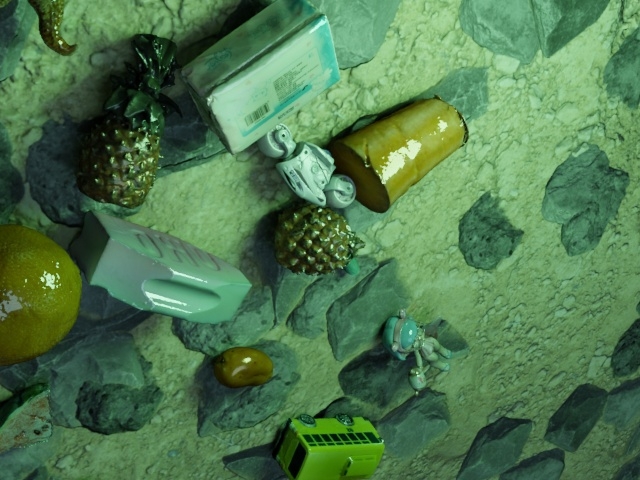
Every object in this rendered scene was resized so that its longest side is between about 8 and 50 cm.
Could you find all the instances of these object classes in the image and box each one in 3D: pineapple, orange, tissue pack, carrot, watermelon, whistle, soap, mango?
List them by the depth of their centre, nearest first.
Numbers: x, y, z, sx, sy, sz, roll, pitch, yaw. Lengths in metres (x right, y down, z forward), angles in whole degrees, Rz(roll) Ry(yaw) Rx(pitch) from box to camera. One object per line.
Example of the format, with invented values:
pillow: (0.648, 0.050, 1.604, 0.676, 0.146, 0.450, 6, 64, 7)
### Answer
orange: (-0.547, 0.093, 1.604, 0.264, 0.264, 0.264, -16, 125, -24)
pineapple: (-0.329, -0.215, 1.635, 0.170, 0.141, 0.310, 8, 104, -52)
tissue pack: (-0.105, -0.309, 1.689, 0.271, 0.124, 0.201, -38, 150, -9)
soap: (-0.302, 0.063, 1.773, 0.323, 0.193, 0.109, 21, 106, -40)
watermelon: (-0.604, 0.370, 1.861, 0.187, 0.071, 0.139, -47, 139, -10)
pineapple: (0.000, 0.000, 1.924, 0.193, 0.166, 0.166, 5, 122, 7)
carrot: (0.163, -0.201, 1.932, 0.254, 0.196, 0.196, -40, 132, -18)
whistle: (0.043, 0.009, 2.063, 0.039, 0.039, 0.186, -35, 131, -10)
mango: (-0.170, 0.282, 2.066, 0.105, 0.084, 0.159, -48, 151, 23)

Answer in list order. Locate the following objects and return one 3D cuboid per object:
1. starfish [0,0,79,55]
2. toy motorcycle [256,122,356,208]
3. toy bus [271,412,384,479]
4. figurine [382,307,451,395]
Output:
starfish: (-0.478, -0.450, 1.413, 0.327, 0.094, 0.375, -26, 124, -14)
toy motorcycle: (-0.032, -0.141, 1.858, 0.254, 0.112, 0.112, 36, 95, -26)
toy bus: (0.029, 0.527, 2.300, 0.262, 0.150, 0.128, 6, 116, -35)
figurine: (0.241, 0.284, 2.307, 0.260, 0.102, 0.205, 34, 72, -45)
